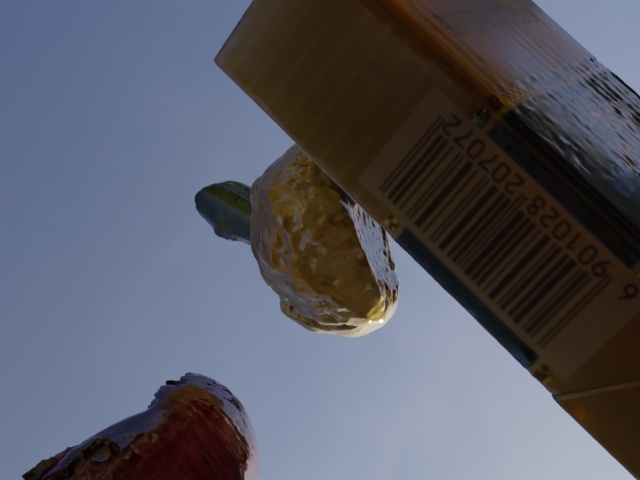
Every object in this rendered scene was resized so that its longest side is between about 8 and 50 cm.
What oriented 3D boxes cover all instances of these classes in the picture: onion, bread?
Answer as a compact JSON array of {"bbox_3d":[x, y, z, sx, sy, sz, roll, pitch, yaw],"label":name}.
[{"bbox_3d":[-0.141,0.207,0.818,0.248,0.161,0.248,-45,-22,-24],"label":"onion"},{"bbox_3d":[0.000,0.000,1.277,0.244,0.134,0.245,-17,-90,-74],"label":"bread"}]

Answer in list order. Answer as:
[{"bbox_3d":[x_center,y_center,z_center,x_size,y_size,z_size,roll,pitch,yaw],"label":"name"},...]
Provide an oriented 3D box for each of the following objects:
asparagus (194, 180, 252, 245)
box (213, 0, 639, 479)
[{"bbox_3d":[-0.034,0.000,1.500,0.085,0.343,0.082,4,-73,-51],"label":"asparagus"},{"bbox_3d":[0.092,-0.020,0.429,0.237,0.070,0.152,46,-152,9],"label":"box"}]
